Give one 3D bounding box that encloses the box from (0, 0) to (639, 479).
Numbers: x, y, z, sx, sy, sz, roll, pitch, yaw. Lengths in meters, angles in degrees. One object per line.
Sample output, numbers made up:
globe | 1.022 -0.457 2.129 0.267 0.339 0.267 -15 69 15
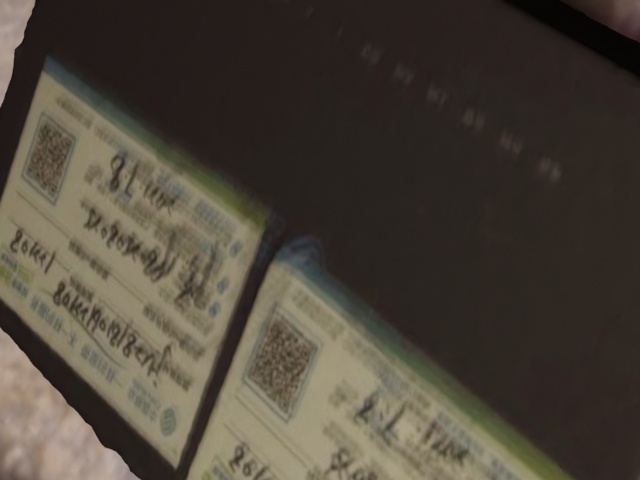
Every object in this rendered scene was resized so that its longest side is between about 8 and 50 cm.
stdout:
box | 0.000 0.000 0.617 0.350 0.058 0.211 39 114 43
